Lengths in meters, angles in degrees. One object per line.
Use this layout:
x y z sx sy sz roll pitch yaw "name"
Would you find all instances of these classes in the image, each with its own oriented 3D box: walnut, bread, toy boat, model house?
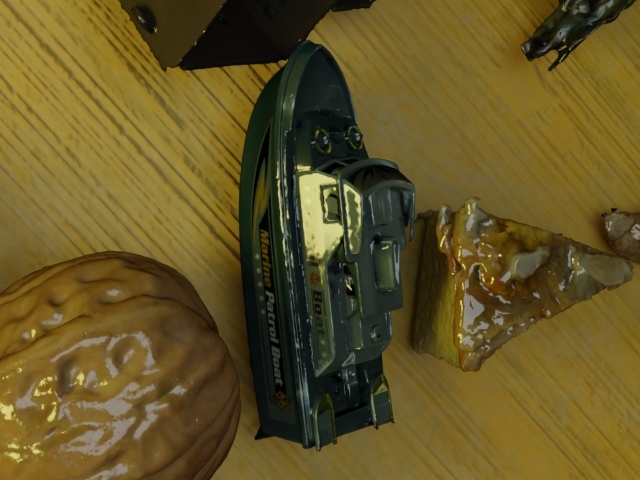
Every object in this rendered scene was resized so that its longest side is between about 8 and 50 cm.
-0.163 0.111 1.147 0.213 0.213 0.213 0 89 -18 "walnut"
0.145 0.034 1.263 0.152 0.147 0.127 3 91 -15 "bread"
0.003 0.002 1.224 0.114 0.122 0.296 -12 101 -57 "toy boat"
-0.060 -0.276 1.198 0.243 0.211 0.204 52 29 16 "model house"

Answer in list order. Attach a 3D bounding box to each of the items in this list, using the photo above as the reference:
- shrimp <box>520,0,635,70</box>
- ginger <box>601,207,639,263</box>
0.352 -0.227 1.375 0.445 0.085 0.272 -30 104 -20 "shrimp"
0.383 -0.073 1.363 0.334 0.148 0.081 -36 62 -3 "ginger"
